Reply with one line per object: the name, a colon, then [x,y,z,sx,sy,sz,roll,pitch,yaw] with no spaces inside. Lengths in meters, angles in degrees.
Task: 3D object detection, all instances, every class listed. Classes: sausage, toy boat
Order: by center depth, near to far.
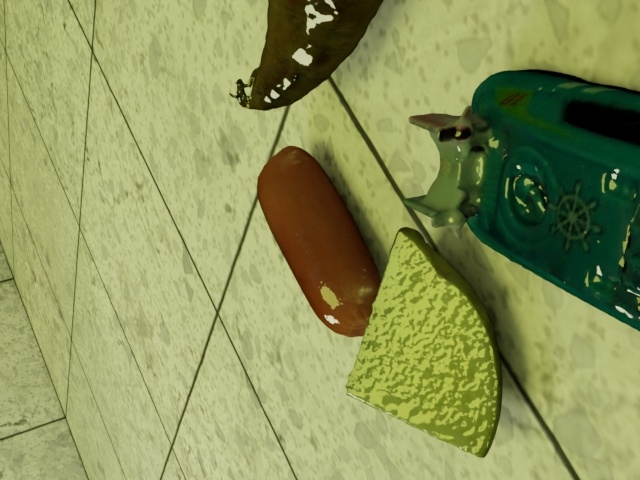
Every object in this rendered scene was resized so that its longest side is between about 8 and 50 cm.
toy boat: [0.161,-0.003,0.466,0.299,0.092,0.134,33,129,53]
sausage: [0.000,0.000,0.793,0.194,0.077,0.077,64,152,23]

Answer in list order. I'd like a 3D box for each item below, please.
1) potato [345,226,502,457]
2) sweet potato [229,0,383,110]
potato: [0.101,0.071,0.670,0.120,0.081,0.149,24,113,20]
sweet potato: [0.002,-0.251,0.597,0.130,0.131,0.422,53,152,35]
